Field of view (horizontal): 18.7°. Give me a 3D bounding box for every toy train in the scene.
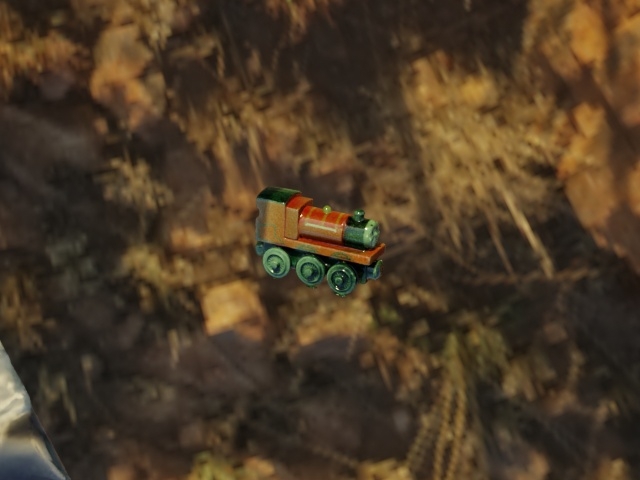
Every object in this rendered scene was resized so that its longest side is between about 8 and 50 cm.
[{"bbox_3d":[0.000,0.000,1.438,0.103,0.044,0.064,13,113,22],"label":"toy train"}]

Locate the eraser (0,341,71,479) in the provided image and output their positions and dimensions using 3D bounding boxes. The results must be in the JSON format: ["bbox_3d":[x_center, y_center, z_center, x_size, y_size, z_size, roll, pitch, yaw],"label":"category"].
[{"bbox_3d":[-0.300,0.182,0.856,0.404,0.098,0.096,-28,154,-9],"label":"eraser"}]
